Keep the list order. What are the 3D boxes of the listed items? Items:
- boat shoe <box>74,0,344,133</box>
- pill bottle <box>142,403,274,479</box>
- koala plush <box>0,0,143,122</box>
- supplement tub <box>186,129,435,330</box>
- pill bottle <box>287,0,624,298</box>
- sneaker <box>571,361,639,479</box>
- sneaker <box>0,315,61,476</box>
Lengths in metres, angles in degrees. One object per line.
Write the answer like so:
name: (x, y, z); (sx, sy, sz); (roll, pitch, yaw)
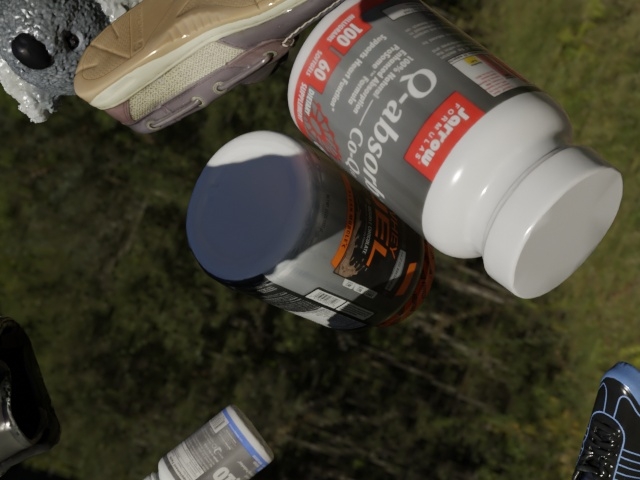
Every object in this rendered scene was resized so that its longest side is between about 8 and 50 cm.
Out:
boat shoe: (-0.066, -0.172, 1.074); (0.285, 0.092, 0.103); (-27, 48, 21)
pill bottle: (-0.125, 0.247, 1.443); (0.137, 0.078, 0.078); (-38, 15, -3)
koala plush: (-0.257, -0.215, 1.155); (0.196, 0.221, 0.203); (-35, 29, 19)
supplement tub: (0.000, 0.000, 1.756); (0.207, 0.338, 0.207); (-11, 69, 32)
pill bottle: (0.148, -0.112, 1.495); (0.363, 0.210, 0.210); (42, 116, 31)
sneaker: (0.336, 0.252, 1.538); (0.081, 0.090, 0.232); (28, 136, 47)
sneaker: (-0.387, 0.210, 1.138); (0.257, 0.169, 0.448); (-20, 30, 31)
